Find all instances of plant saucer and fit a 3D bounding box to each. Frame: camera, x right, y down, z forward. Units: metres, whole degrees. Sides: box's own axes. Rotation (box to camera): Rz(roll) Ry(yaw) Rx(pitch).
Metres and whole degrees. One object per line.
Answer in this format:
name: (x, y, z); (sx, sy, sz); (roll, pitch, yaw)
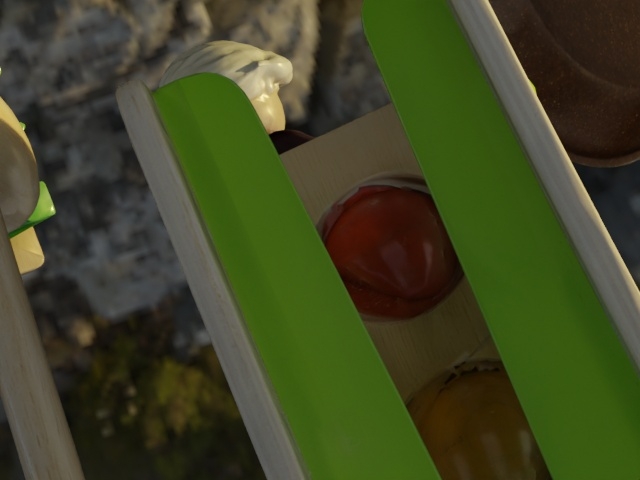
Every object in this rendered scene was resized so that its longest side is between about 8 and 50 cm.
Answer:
plant saucer: (0.107, -0.129, 0.825); (0.036, 0.198, 0.198); (-19, 149, -26)

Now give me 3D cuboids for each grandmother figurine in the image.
grandmother figurine: (0.000, 0.000, 1.351); (0.104, 0.342, 0.208); (-26, 159, -22)

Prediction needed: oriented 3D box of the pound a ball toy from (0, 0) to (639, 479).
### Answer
pound a ball toy: (0.003, 0.052, 0.651); (0.208, 0.319, 0.136); (-26, 151, 2)

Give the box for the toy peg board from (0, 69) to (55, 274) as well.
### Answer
toy peg board: (-0.222, -0.046, 0.997); (0.161, 0.161, 0.079); (-20, 176, -36)
